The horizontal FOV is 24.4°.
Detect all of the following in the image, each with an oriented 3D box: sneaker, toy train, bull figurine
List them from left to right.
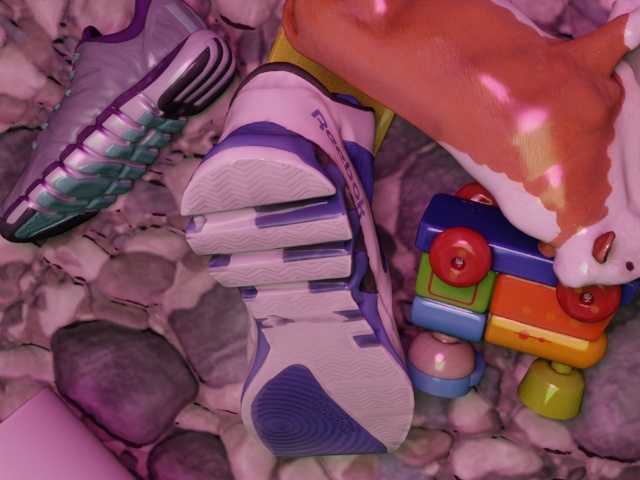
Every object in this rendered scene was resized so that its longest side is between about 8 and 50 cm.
[{"bbox_3d":[-0.164,-0.094,1.083,0.224,0.083,0.098,-40,71,14],"label":"sneaker"},{"bbox_3d":[0.000,-0.001,1.018,0.127,0.182,0.315,-2,136,12],"label":"sneaker"},{"bbox_3d":[0.124,-0.110,0.940,0.310,0.101,0.188,37,81,14],"label":"bull figurine"},{"bbox_3d":[0.180,0.063,1.021,0.248,0.105,0.143,16,117,9],"label":"toy train"}]

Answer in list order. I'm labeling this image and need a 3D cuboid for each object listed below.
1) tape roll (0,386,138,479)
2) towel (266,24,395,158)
[{"bbox_3d":[-0.233,0.249,1.083,0.169,0.246,0.246,46,109,-1],"label":"tape roll"},{"bbox_3d":[0.003,-0.098,1.059,0.102,0.021,0.237,26,108,7],"label":"towel"}]
